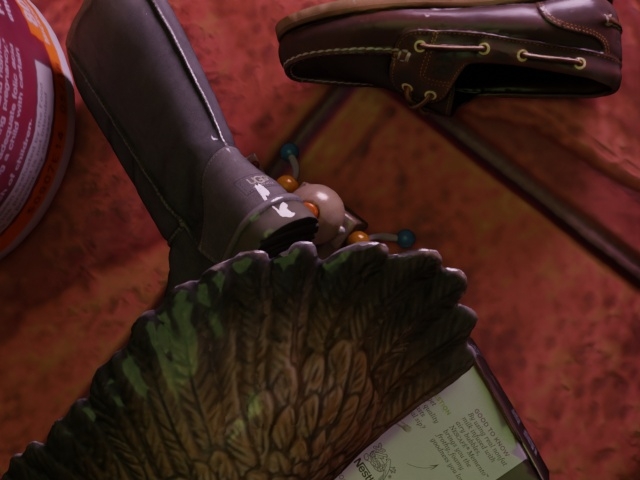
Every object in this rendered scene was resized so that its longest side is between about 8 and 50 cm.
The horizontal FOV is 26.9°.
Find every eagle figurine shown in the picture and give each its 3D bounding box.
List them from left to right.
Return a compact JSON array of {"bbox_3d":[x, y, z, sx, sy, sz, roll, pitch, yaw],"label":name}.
[{"bbox_3d":[-0.040,0.158,0.576,0.226,0.298,0.225,34,47,-22],"label":"eagle figurine"}]

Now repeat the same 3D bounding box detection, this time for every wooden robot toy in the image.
[{"bbox_3d":[0.000,0.000,0.796,0.173,0.079,0.076,37,91,11],"label":"wooden robot toy"}]

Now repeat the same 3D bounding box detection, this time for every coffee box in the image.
[{"bbox_3d":[-0.001,0.152,0.750,0.246,0.141,0.098,-30,81,6],"label":"coffee box"}]

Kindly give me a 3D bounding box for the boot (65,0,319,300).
[{"bbox_3d":[-0.098,-0.032,0.811,0.208,0.076,0.189,49,127,23],"label":"boot"}]

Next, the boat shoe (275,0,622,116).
[{"bbox_3d":[0.076,-0.110,0.798,0.207,0.073,0.073,-5,82,9],"label":"boat shoe"}]

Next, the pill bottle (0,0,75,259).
[{"bbox_3d":[-0.294,-0.095,0.694,0.224,0.392,0.224,-1,84,9],"label":"pill bottle"}]
